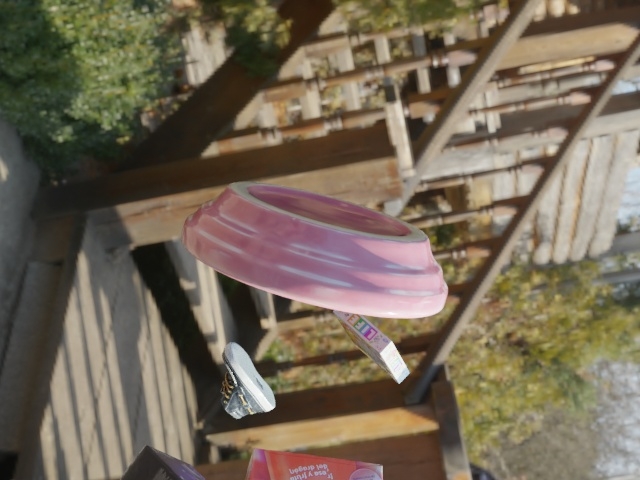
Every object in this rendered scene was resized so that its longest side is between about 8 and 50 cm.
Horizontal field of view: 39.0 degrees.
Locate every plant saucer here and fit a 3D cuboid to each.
[{"bbox_3d":[0.000,0.000,1.103,0.332,0.332,0.084,-63,168,-80],"label":"plant saucer"}]

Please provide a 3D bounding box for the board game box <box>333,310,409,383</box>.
[{"bbox_3d":[0.081,0.160,1.406,0.103,0.026,0.154,39,-10,29],"label":"board game box"}]

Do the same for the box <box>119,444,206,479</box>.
[{"bbox_3d":[-0.280,0.519,1.788,0.207,0.108,0.153,31,-8,41],"label":"box"}]

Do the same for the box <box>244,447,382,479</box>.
[{"bbox_3d":[-0.033,0.377,0.988,0.154,0.142,0.300,-88,-170,-45],"label":"box"}]

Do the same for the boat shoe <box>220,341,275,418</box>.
[{"bbox_3d":[-0.155,0.264,1.650,0.065,0.083,0.183,-102,167,-50],"label":"boat shoe"}]
